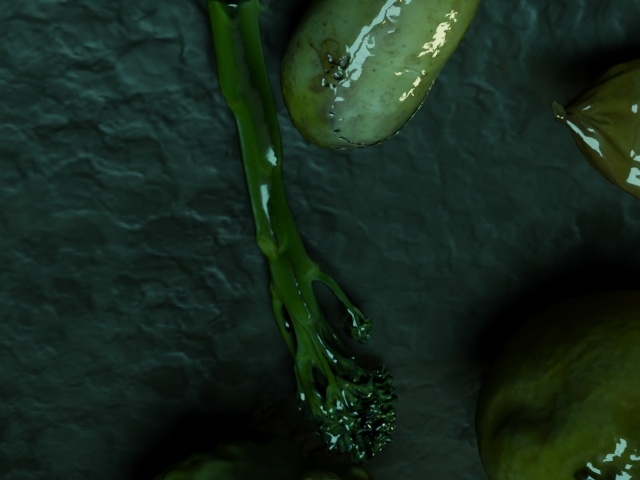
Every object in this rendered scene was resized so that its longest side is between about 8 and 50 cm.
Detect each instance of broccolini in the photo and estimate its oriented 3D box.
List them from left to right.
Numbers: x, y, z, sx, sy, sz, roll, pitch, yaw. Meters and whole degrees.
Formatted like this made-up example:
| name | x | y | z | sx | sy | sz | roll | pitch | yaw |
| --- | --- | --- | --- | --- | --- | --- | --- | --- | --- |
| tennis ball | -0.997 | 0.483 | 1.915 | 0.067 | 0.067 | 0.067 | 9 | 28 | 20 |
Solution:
| name | x | y | z | sx | sy | sz | roll | pitch | yaw |
| --- | --- | --- | --- | --- | --- | --- | --- | --- | --- |
| broccolini | -0.003 | -0.002 | 0.943 | 0.079 | 0.074 | 0.392 | 13 | 131 | 29 |

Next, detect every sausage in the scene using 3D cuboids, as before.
| name | x | y | z | sx | sy | sz | roll | pitch | yaw |
| --- | --- | --- | --- | --- | --- | --- | --- | --- | --- |
| sausage | 0.300 | -0.070 | 0.932 | 0.328 | 0.112 | 0.112 | 4 | 123 | -15 |

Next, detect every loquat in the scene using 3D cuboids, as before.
| name | x | y | z | sx | sy | sz | roll | pitch | yaw |
| --- | --- | --- | --- | --- | --- | --- | --- | --- | --- |
| loquat | 0.229 | 0.141 | 0.999 | 0.213 | 0.213 | 0.213 | -6 | 125 | -9 |

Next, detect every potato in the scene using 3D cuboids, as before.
| name | x | y | z | sx | sy | sz | roll | pitch | yaw |
| --- | --- | --- | --- | --- | --- | --- | --- | --- | --- |
| potato | 0.038 | -0.131 | 0.841 | 0.107 | 0.080 | 0.170 | 0 | 131 | -51 |

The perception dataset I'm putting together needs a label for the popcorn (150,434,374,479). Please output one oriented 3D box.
| name | x | y | z | sx | sy | sz | roll | pitch | yaw |
| --- | --- | --- | --- | --- | --- | --- | --- | --- | --- |
| popcorn | -0.028 | 0.255 | 1.018 | 0.259 | 0.212 | 0.259 | 10 | 113 | 25 |
